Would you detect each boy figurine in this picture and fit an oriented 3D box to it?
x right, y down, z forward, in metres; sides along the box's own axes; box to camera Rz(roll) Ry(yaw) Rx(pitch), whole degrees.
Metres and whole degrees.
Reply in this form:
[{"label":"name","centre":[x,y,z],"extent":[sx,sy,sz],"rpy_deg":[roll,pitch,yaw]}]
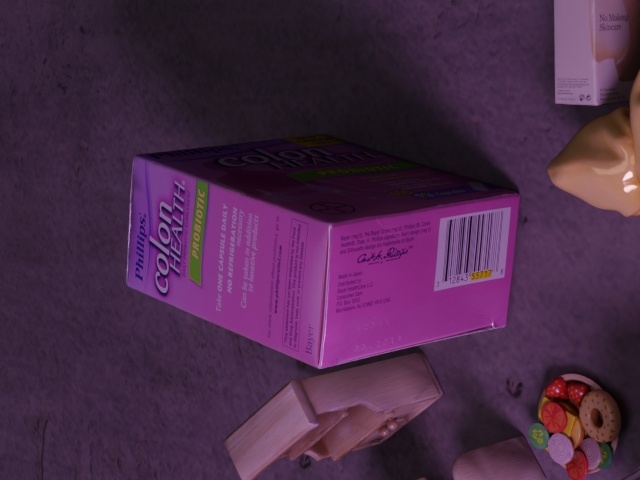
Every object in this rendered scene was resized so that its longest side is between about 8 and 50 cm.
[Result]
[{"label":"boy figurine","centre":[0.281,-0.068,1.260],"extent":[0.285,0.092,0.177],"rpy_deg":[-23,80,48]}]

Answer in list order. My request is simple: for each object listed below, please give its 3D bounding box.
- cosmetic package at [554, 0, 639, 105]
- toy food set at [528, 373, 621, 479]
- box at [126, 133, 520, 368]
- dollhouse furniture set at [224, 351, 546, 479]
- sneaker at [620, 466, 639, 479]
[{"label":"cosmetic package","centre":[0.206,-0.159,1.349],"extent":[0.041,0.060,0.115],"rpy_deg":[7,103,45]},{"label":"toy food set","centre":[0.202,0.147,1.434],"extent":[0.083,0.020,0.082],"rpy_deg":[32,119,39]},{"label":"box","centre":[0.000,0.000,1.485],"extent":[0.243,0.213,0.117],"rpy_deg":[19,111,45]},{"label":"dollhouse furniture set","centre":[0.056,0.231,1.503],"extent":[0.212,0.161,0.242],"rpy_deg":[-45,65,42]},{"label":"sneaker","centre":[0.282,0.149,1.247],"extent":[0.102,0.161,0.282],"rpy_deg":[43,125,36]}]
